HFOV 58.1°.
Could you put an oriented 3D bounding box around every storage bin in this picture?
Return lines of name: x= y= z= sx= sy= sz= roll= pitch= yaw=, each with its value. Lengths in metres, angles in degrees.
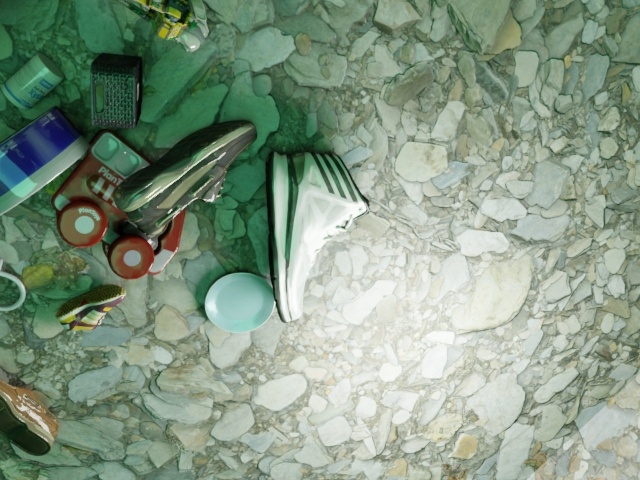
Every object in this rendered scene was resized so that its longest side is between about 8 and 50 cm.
storage bin: x=-0.416 y=-0.311 z=1.187 sx=0.084 sy=0.180 sz=0.122 roll=2 pitch=115 yaw=-14

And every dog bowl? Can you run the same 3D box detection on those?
dog bowl: x=-0.611 y=-0.157 z=1.170 sx=0.264 sy=0.265 sz=0.104 roll=-32 pitch=115 yaw=4

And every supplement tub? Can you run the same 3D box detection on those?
supplement tub: x=-0.600 y=-0.330 z=1.200 sx=0.107 sy=0.071 sz=0.071 roll=-38 pitch=117 yaw=8

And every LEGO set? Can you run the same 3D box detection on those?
LEGO set: x=-0.321 y=-0.552 z=1.042 sx=0.331 sy=0.192 sz=0.255 roll=37 pitch=66 yaw=-20

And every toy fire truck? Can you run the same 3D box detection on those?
toy fire truck: x=-0.443 y=-0.071 z=1.320 sx=0.302 sy=0.169 sz=0.254 roll=39 pitch=83 yaw=-26

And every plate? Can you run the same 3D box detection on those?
plate: x=-0.215 y=0.164 z=1.545 sx=0.188 sy=0.024 sz=0.188 roll=-4 pitch=115 yaw=-9

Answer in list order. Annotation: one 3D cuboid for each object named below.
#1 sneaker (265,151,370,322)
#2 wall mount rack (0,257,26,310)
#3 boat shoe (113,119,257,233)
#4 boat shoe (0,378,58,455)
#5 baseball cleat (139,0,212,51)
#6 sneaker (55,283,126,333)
sneaker: x=0.000 y=0.000 z=1.431 sx=0.257 sy=0.169 sz=0.448 roll=-3 pitch=113 yaw=-9
wall mount rack: x=-0.894 y=0.148 z=1.330 sx=0.349 sy=0.130 sz=0.304 roll=20 pitch=109 yaw=-19
boat shoe: x=-0.286 y=-0.147 z=1.292 sx=0.355 sy=0.132 sz=0.130 roll=-36 pitch=125 yaw=-18
boat shoe: x=-0.811 y=0.434 z=1.503 sx=0.110 sy=0.104 sz=0.307 roll=-23 pitch=120 yaw=9
baseball cleat: x=-0.315 y=-0.495 z=1.195 sx=0.109 sy=0.072 sz=0.206 roll=-48 pitch=118 yaw=-6
sneaker: x=-0.566 y=0.175 z=1.456 sx=0.185 sy=0.070 sz=0.084 roll=-20 pitch=126 yaw=4
